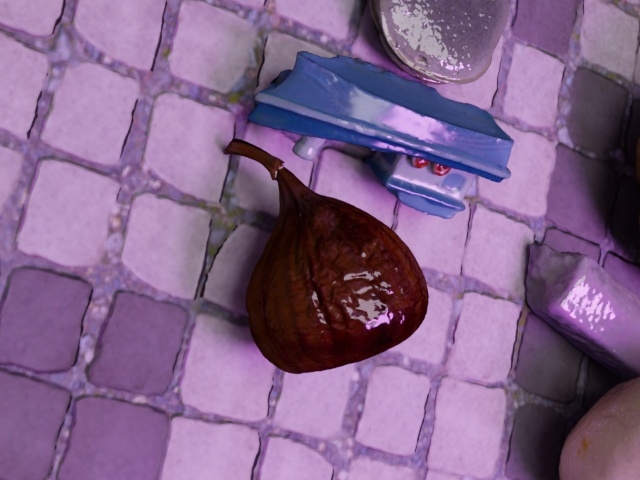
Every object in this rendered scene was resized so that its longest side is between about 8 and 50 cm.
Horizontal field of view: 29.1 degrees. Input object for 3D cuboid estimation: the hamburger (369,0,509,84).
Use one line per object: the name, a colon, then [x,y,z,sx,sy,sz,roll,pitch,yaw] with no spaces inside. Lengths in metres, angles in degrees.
hamburger: [0.105,-0.205,1.095,0.133,0.062,0.140,35,73,-21]

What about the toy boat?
toy boat: [0.047,-0.087,1.040,0.238,0.109,0.098,16,113,-29]

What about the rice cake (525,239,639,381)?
rice cake: [0.347,0.131,1.222,0.399,0.064,0.070,36,76,-25]

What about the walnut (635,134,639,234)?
walnut: [0.433,-0.044,1.191,0.283,0.227,0.283,-7,129,-9]

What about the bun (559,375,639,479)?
bun: [0.328,0.183,1.143,0.222,0.222,0.127,11,49,-30]

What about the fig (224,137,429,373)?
fig: [0.000,0.000,0.989,0.146,0.134,0.201,-15,87,-40]
